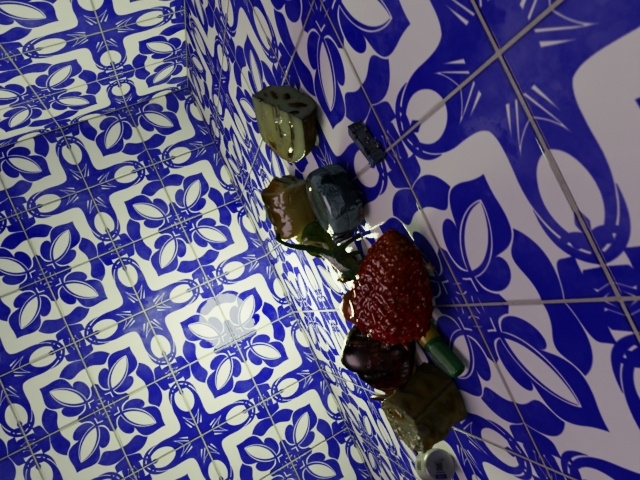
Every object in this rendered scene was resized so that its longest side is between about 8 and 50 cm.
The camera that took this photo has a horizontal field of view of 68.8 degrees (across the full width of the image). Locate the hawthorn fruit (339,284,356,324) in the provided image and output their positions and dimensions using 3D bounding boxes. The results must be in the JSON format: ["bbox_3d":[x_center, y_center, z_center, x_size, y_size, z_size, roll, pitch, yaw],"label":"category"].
[{"bbox_3d":[0.173,0.260,1.871,0.189,0.189,0.189,55,160,31],"label":"hawthorn fruit"}]

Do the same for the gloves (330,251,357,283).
[{"bbox_3d":[0.103,0.114,1.947,0.164,0.124,0.203,59,168,-24],"label":"gloves"}]

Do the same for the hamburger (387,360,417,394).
[{"bbox_3d":[0.260,0.488,1.912,0.314,0.170,0.290,61,163,14],"label":"hamburger"}]

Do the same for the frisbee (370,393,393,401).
[{"bbox_3d":[0.322,0.631,1.860,0.251,0.250,0.021,114,161,-68],"label":"frisbee"}]

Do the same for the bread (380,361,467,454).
[{"bbox_3d":[0.364,0.580,1.623,0.238,0.252,0.196,33,140,51],"label":"bread"}]

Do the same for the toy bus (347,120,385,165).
[{"bbox_3d":[0.139,-0.294,1.418,0.153,0.051,0.061,58,174,21],"label":"toy bus"}]

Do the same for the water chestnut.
[{"bbox_3d":[0.211,0.383,1.645,0.289,0.244,0.289,40,-177,-2],"label":"water chestnut"}]

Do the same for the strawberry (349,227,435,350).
[{"bbox_3d":[0.237,0.149,1.427,0.292,0.292,0.343,51,144,38],"label":"strawberry"}]

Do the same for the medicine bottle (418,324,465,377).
[{"bbox_3d":[0.360,0.322,1.554,0.309,0.076,0.111,49,172,41],"label":"medicine bottle"}]

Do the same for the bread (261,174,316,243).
[{"bbox_3d":[-0.155,-0.131,2.241,0.300,0.210,0.341,40,151,59],"label":"bread"}]

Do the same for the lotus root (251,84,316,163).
[{"bbox_3d":[-0.106,-0.435,1.798,0.267,0.149,0.260,32,152,29],"label":"lotus root"}]

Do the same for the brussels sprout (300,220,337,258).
[{"bbox_3d":[0.001,-0.007,2.066,0.183,0.145,0.131,29,144,-22],"label":"brussels sprout"}]

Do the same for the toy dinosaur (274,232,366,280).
[{"bbox_3d":[0.048,0.103,1.797,0.447,0.300,0.087,60,160,21],"label":"toy dinosaur"}]

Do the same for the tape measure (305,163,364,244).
[{"bbox_3d":[0.052,-0.146,1.714,0.256,0.147,0.275,61,167,19],"label":"tape measure"}]

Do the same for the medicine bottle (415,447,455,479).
[{"bbox_3d":[0.474,0.956,1.980,0.135,0.135,0.215,59,162,19],"label":"medicine bottle"}]
